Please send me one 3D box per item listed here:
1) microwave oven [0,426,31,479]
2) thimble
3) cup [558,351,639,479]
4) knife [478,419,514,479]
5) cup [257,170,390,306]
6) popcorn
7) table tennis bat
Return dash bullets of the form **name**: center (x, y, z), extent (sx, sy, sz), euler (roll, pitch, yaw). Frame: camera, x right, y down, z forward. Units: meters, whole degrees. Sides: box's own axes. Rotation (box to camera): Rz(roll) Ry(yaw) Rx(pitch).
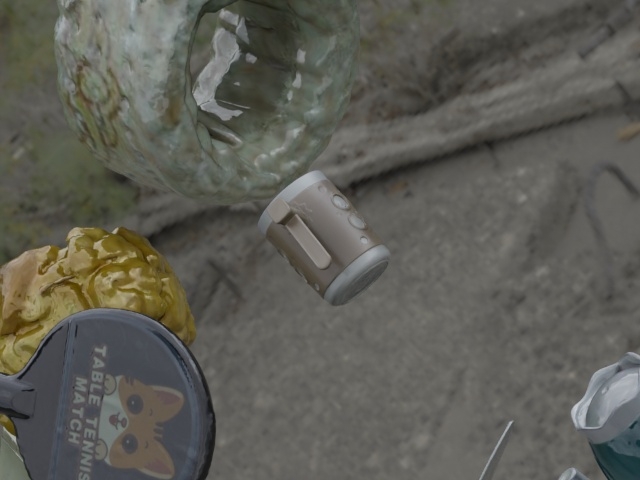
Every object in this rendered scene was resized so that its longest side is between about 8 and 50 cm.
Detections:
- **microwave oven**: center (-0.239, 0.317, 1.434), extent (0.240, 0.145, 0.194), euler (29, 118, 51)
- **thimble**: center (-0.114, -0.190, 1.329), extent (0.195, 0.291, 0.291), euler (24, 68, 37)
- **cup**: center (0.373, 0.218, 1.483), extent (0.300, 0.173, 0.167), euler (-41, 14, 39)
- **knife**: center (0.186, 0.395, 1.810), extent (0.043, 0.081, 0.336), euler (20, 90, 21)
- **cup**: center (0.006, -0.005, 1.135), extent (0.074, 0.099, 0.102), euler (-39, -14, -14)
- **popcorn**: center (-0.235, 0.096, 1.346), extent (0.250, 0.250, 0.190), euler (-29, 58, 32)
- **table tennis bat**: center (-0.171, 0.113, 0.897), extent (0.236, 0.027, 0.150), euler (10, 94, 26)
